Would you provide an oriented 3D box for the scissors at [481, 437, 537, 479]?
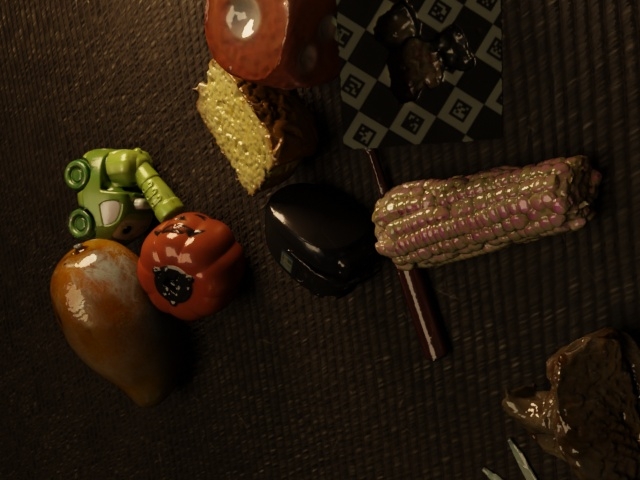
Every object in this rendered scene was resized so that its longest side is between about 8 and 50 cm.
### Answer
[{"bbox_3d":[0.329,0.398,1.376,0.247,0.017,0.144,50,130,24],"label":"scissors"}]

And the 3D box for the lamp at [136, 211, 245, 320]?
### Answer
[{"bbox_3d":[-0.222,0.042,1.711,0.188,0.164,0.187,8,117,17],"label":"lamp"}]

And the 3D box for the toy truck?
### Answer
[{"bbox_3d":[-0.369,-0.094,1.835,0.211,0.148,0.187,-25,80,25],"label":"toy truck"}]

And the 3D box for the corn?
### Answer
[{"bbox_3d":[0.214,-0.038,1.295,0.335,0.127,0.126,-12,94,42],"label":"corn"}]

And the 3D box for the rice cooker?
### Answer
[{"bbox_3d":[0.001,0.000,1.493,0.203,0.142,0.118,45,141,26],"label":"rice cooker"}]

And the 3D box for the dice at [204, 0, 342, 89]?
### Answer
[{"bbox_3d":[-0.052,-0.326,1.425,0.175,0.179,0.173,25,117,32],"label":"dice"}]

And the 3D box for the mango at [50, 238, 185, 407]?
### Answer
[{"bbox_3d":[-0.362,0.161,1.814,0.199,0.221,0.384,-12,123,12],"label":"mango"}]

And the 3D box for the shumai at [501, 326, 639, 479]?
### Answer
[{"bbox_3d":[0.332,0.212,1.242,0.175,0.166,0.205,-179,78,-67],"label":"shumai"}]

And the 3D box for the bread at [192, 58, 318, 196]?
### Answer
[{"bbox_3d":[-0.093,-0.183,1.530,0.229,0.140,0.143,58,133,24],"label":"bread"}]

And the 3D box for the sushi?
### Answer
[{"bbox_3d":[0.128,-0.244,1.291,0.047,0.220,0.231,-123,29,-75],"label":"sushi"}]

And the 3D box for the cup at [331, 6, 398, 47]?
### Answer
[{"bbox_3d":[0.086,-0.329,1.338,0.120,0.120,0.141,31,112,34],"label":"cup"}]

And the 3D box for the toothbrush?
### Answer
[{"bbox_3d":[0.120,0.003,1.448,0.041,0.041,0.363,-18,89,46],"label":"toothbrush"}]
